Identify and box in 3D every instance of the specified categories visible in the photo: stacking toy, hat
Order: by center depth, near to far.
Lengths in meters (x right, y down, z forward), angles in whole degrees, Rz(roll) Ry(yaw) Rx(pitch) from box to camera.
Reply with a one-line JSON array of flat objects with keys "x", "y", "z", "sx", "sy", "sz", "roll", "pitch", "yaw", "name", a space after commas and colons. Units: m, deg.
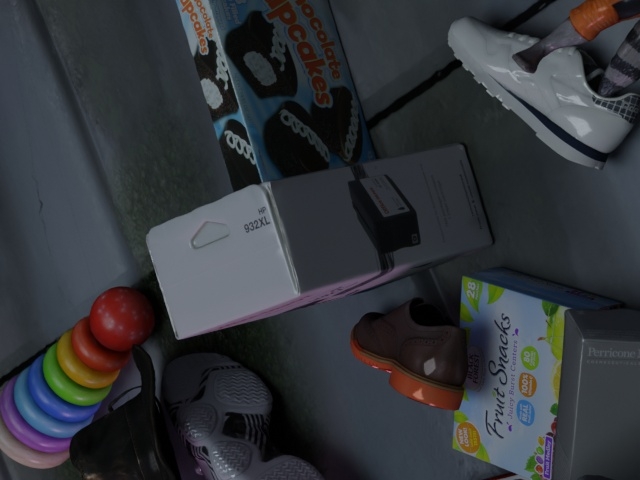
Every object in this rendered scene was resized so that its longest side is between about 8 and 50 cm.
[{"x": -0.253, "y": 0.291, "z": 2.249, "sx": 0.331, "sy": 0.134, "sz": 0.331, "roll": 166, "pitch": 90, "yaw": -83, "name": "hat"}, {"x": -0.342, "y": 0.179, "z": 2.437, "sx": 0.141, "sy": 0.141, "sz": 0.330, "roll": 56, "pitch": 129, "yaw": 20, "name": "stacking toy"}]

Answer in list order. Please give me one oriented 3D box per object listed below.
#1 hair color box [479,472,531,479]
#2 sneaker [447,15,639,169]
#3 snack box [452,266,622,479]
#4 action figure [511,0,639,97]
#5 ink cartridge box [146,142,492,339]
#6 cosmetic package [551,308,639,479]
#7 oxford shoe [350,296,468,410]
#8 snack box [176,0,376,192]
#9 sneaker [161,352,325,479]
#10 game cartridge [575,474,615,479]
[{"x": 0.210, "y": 0.301, "z": 1.957, "sx": 0.141, "sy": 0.043, "sz": 0.072, "roll": -25, "pitch": 81, "yaw": 45, "name": "hair color box"}, {"x": 0.233, "y": -0.174, "z": 1.802, "sx": 0.235, "sy": 0.090, "sz": 0.094, "roll": 43, "pitch": 114, "yaw": 26, "name": "sneaker"}, {"x": 0.232, "y": 0.149, "z": 1.878, "sx": 0.174, "sy": 0.070, "sz": 0.207, "roll": 18, "pitch": 111, "yaw": 43, "name": "snack box"}, {"x": 0.316, "y": -0.278, "z": 1.602, "sx": 0.341, "sy": 0.178, "sz": 0.330, "roll": 36, "pitch": 108, "yaw": 8, "name": "action figure"}, {"x": 0.000, "y": 0.000, "z": 1.907, "sx": 0.223, "sy": 0.307, "sz": 0.129, "roll": -21, "pitch": 84, "yaw": 47, "name": "ink cartridge box"}, {"x": 0.307, "y": 0.194, "z": 1.755, "sx": 0.107, "sy": 0.127, "sz": 0.238, "roll": -96, "pitch": 6, "yaw": -71, "name": "cosmetic package"}, {"x": 0.108, "y": 0.110, "z": 1.944, "sx": 0.271, "sy": 0.097, "sz": 0.098, "roll": -148, "pitch": 74, "yaw": -69, "name": "oxford shoe"}, {"x": -0.057, "y": -0.213, "z": 2.002, "sx": 0.060, "sy": 0.187, "sz": 0.321, "roll": -21, "pitch": 85, "yaw": 46, "name": "snack box"}, {"x": -0.108, "y": 0.317, "z": 2.214, "sx": 0.366, "sy": 0.137, "sz": 0.210, "roll": 49, "pitch": 141, "yaw": 42, "name": "sneaker"}, {"x": 0.310, "y": 0.322, "z": 1.702, "sx": 0.198, "sy": 0.297, "sz": 0.062, "roll": -41, "pitch": 38, "yaw": 45, "name": "game cartridge"}]
